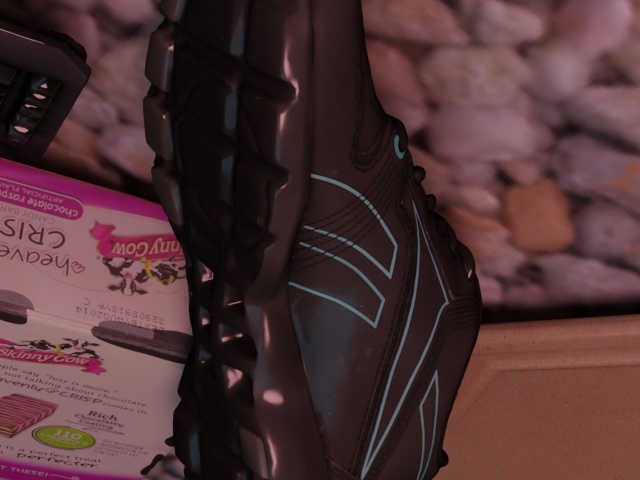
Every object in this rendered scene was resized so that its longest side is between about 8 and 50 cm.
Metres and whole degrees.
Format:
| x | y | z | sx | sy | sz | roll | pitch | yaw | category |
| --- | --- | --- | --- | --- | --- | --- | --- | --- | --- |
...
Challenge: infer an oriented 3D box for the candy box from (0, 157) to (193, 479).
| x | y | z | sx | sy | sz | roll | pitch | yaw | category |
| --- | --- | --- | --- | --- | --- | --- | --- | --- | --- |
| -0.143 | 0.055 | 0.709 | 0.159 | 0.071 | 0.233 | 17 | 147 | -20 | candy box |

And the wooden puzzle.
| x | y | z | sx | sy | sz | roll | pitch | yaw | category |
| --- | --- | --- | --- | --- | --- | --- | --- | --- | --- |
| 0.118 | 0.105 | 0.699 | 0.238 | 0.044 | 0.221 | -9 | 132 | 29 | wooden puzzle |

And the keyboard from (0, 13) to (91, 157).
| x | y | z | sx | sy | sz | roll | pitch | yaw | category |
| --- | --- | --- | --- | --- | --- | --- | --- | --- | --- |
| -0.254 | -0.088 | 0.588 | 0.317 | 0.033 | 0.201 | 18 | 167 | -15 | keyboard |

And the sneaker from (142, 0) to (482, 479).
| x | y | z | sx | sy | sz | roll | pitch | yaw | category |
| --- | --- | --- | --- | --- | --- | --- | --- | --- | --- |
| 0.000 | 0.000 | 0.578 | 0.101 | 0.106 | 0.267 | 38 | 135 | 49 | sneaker |
